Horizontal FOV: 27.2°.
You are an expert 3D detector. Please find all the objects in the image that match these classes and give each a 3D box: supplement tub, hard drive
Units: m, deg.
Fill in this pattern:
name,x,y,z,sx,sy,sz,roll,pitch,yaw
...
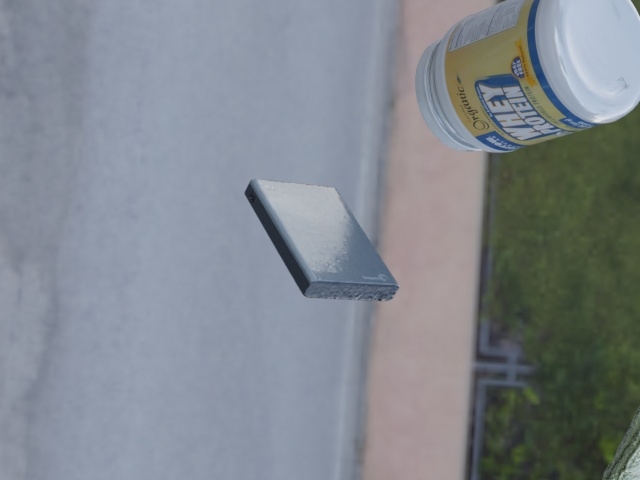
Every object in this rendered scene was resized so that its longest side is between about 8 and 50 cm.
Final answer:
name,x,y,z,sx,sy,sz,roll,pitch,yaw
supplement tub,0.203,-0.166,1.295,0.144,0.199,0.144,9,75,-36
hard drive,0.000,0.000,1.147,0.022,0.094,0.135,-61,-138,30

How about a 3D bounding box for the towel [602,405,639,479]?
name,x,y,z,sx,sy,sz,roll,pitch,yaw
towel,0.343,0.194,1.310,0.027,0.110,0.148,-121,-148,-41
